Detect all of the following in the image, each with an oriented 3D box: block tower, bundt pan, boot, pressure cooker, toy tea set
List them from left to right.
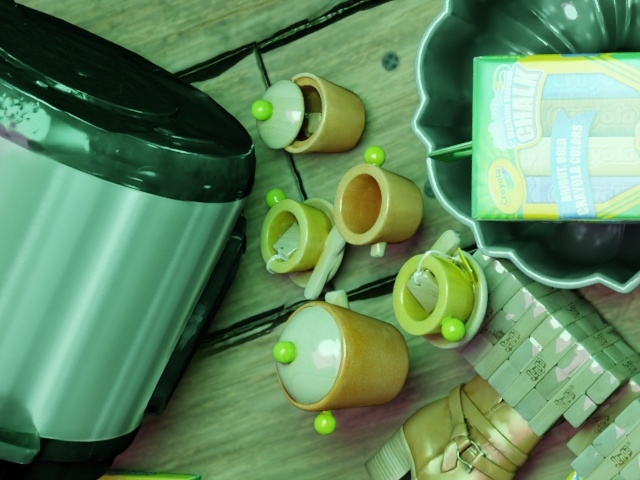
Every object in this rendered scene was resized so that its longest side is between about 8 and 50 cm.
[{"bbox_3d":[-0.293,0.024,1.722,0.375,0.370,0.420,31,104,20],"label":"pressure cooker"},{"bbox_3d":[0.000,0.000,1.697,0.200,0.124,0.336,-54,47,29],"label":"toy tea set"},{"bbox_3d":[0.143,0.220,1.702,0.152,0.073,0.197,-40,65,11],"label":"boot"},{"bbox_3d":[0.244,0.145,1.660,0.335,0.097,0.091,46,113,14],"label":"block tower"},{"bbox_3d":[0.251,-0.119,1.647,0.331,0.124,0.331,-1,89,21],"label":"bundt pan"}]

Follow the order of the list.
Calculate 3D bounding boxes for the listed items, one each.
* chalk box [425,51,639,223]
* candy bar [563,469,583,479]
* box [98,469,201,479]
[{"bbox_3d":[0.193,-0.079,1.533,0.213,0.132,0.132,2,91,20],"label":"chalk box"},{"bbox_3d":[0.200,0.259,1.720,0.040,0.018,0.161,45,104,16],"label":"candy bar"},{"bbox_3d":[-0.204,0.275,1.864,0.179,0.043,0.105,1,90,19],"label":"box"}]
